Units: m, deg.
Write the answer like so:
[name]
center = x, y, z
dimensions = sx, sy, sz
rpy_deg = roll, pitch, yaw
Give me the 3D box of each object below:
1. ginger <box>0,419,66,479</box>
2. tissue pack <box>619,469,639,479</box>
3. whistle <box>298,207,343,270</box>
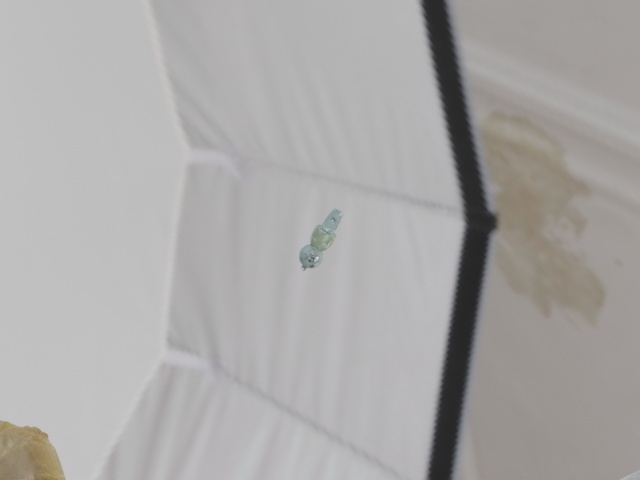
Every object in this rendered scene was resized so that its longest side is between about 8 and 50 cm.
[ginger]
center = -0.390, 0.436, 1.822
dimensions = 0.348, 0.363, 0.122
rpy_deg = 38, -26, 20
[tissue pack]
center = 0.436, 0.298, 1.663
dimensions = 0.148, 0.209, 0.156
rpy_deg = -18, -85, 64
[whistle]
center = 0.000, 0.000, 2.088
dimensions = 0.035, 0.100, 0.035
rpy_deg = 30, 12, -7
